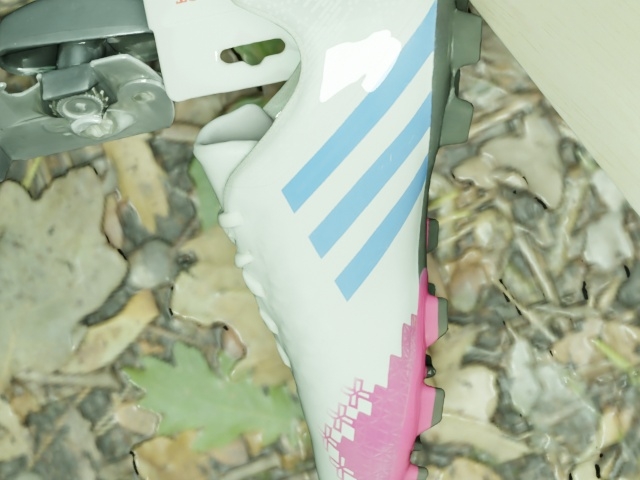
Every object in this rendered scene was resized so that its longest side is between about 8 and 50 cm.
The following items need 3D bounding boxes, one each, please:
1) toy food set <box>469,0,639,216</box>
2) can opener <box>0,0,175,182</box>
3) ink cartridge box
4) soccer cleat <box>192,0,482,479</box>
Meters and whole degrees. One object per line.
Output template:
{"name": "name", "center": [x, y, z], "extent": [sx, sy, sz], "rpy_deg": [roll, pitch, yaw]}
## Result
{"name": "toy food set", "center": [0.200, -0.160, 0.976], "extent": [0.219, 0.092, 0.306], "rpy_deg": [-40, 76, 13]}
{"name": "can opener", "center": [-0.220, -0.081, 1.095], "extent": [0.283, 0.076, 0.095], "rpy_deg": [-10, 60, 15]}
{"name": "ink cartridge box", "center": [-0.046, -0.185, 1.034], "extent": [0.115, 0.067, 0.198], "rpy_deg": [-10, 91, 13]}
{"name": "soccer cleat", "center": [0.000, 0.000, 0.986], "extent": [0.143, 0.116, 0.331], "rpy_deg": [3, 109, -3]}
